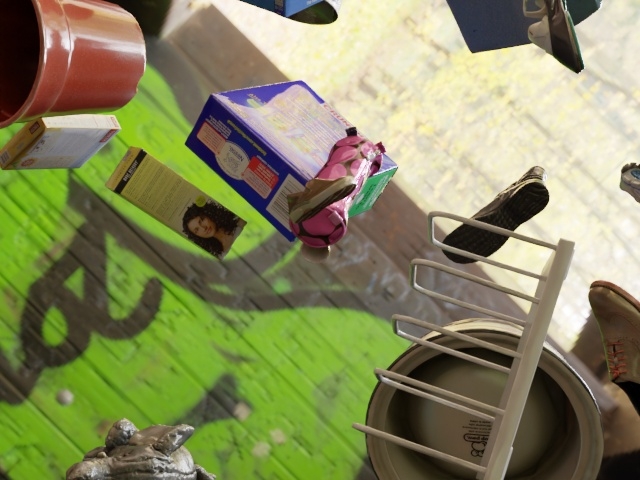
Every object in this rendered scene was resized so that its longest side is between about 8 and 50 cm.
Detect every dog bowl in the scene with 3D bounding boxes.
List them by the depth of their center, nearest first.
[{"bbox_3d":[0.289,0.321,1.691,0.408,0.408,0.150,-45,-175,20],"label":"dog bowl"}]

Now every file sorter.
[{"bbox_3d":[0.166,0.124,1.114,0.193,0.173,0.277,64,45,-76],"label":"file sorter"}]

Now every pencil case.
[{"bbox_3d":[0.030,-0.080,1.455,0.098,0.095,0.209,-9,-145,31],"label":"pencil case"}]

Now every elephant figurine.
[{"bbox_3d":[-0.235,0.322,1.282,0.186,0.169,0.239,-42,-178,-25],"label":"elephant figurine"}]

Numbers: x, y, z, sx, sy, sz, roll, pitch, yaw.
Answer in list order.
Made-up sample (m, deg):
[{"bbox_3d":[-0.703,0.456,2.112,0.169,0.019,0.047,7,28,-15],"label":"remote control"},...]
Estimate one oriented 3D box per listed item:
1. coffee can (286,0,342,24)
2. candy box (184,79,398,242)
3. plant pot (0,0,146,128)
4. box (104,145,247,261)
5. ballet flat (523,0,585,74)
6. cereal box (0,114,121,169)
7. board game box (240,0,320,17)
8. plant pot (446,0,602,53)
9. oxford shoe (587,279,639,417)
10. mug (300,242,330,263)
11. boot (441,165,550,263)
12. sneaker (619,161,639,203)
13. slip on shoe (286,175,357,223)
[{"bbox_3d":[-0.019,-0.646,2.097,0.201,0.201,0.275,139,-32,-81],"label":"coffee can"},{"bbox_3d":[-0.042,-0.153,1.699,0.122,0.268,0.317,-55,164,29],"label":"candy box"},{"bbox_3d":[-0.466,-0.327,1.653,0.272,0.272,0.265,-45,160,29],"label":"plant pot"},{"bbox_3d":[-0.239,-0.061,1.590,0.087,0.232,0.058,-59,-151,-6],"label":"box"},{"bbox_3d":[0.332,-0.324,1.373,0.074,0.203,0.074,-5,159,-2],"label":"ballet flat"},{"bbox_3d":[-0.593,-0.224,2.156,0.173,0.047,0.240,-36,167,28],"label":"cereal box"},{"bbox_3d":[-0.077,-0.364,1.246,0.160,0.210,0.047,-37,141,-41],"label":"board game box"},{"bbox_3d":[0.379,-0.505,1.684,0.252,0.248,0.247,5,-118,32],"label":"plant pot"},{"bbox_3d":[0.688,0.248,2.109,0.130,0.348,0.123,-39,-171,-26],"label":"oxford shoe"},{"bbox_3d":[0.000,0.004,1.998,0.078,0.062,0.064,-21,-156,21],"label":"mug"},{"bbox_3d":[0.357,-0.050,1.900,0.246,0.083,0.161,-36,-174,16],"label":"boot"},{"bbox_3d":[0.739,-0.097,2.073,0.071,0.191,0.083,-46,158,-21],"label":"sneaker"},{"bbox_3d":[-0.003,-0.062,1.226,0.051,0.041,0.135,-17,172,-31],"label":"slip on shoe"}]
